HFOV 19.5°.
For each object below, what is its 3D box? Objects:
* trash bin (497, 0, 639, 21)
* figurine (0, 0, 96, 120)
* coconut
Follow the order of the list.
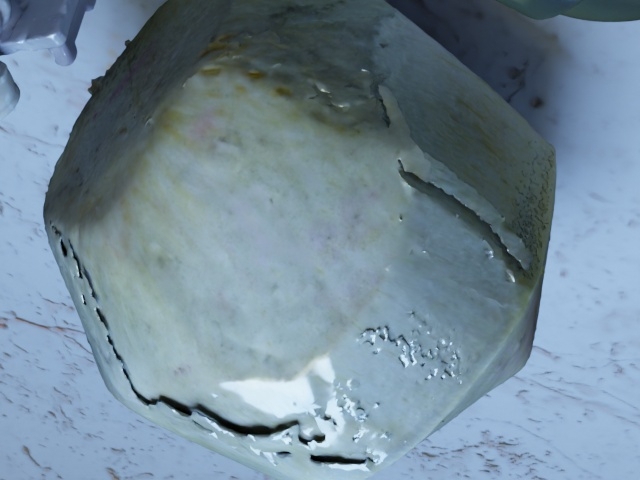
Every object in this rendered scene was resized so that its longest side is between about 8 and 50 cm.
[{"bbox_3d":[0.098,-0.247,0.983,0.334,0.214,0.214,28,144,-12],"label":"trash bin"},{"bbox_3d":[-0.282,-0.206,1.290,0.182,0.144,0.256,16,154,40],"label":"figurine"},{"bbox_3d":[0.000,0.000,1.275,0.353,0.352,0.352,12,145,8],"label":"coconut"}]
